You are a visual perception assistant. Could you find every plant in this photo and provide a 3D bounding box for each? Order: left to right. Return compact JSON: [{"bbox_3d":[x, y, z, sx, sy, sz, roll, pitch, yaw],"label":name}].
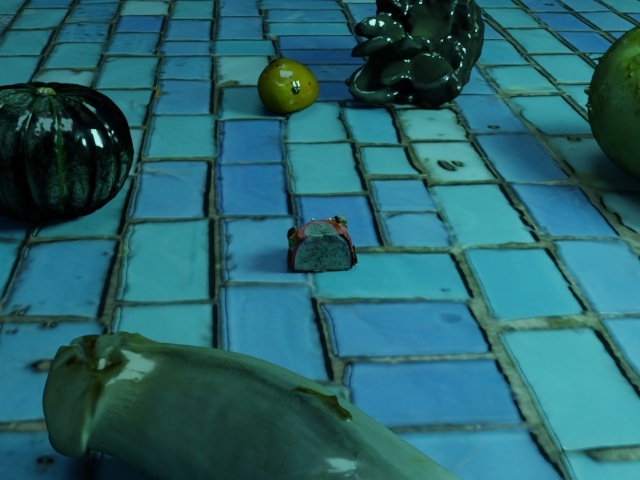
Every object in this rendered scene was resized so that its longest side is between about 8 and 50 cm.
[{"bbox_3d":[0.169,-0.338,1.563,0.199,0.188,0.276,13,30,23],"label":"plant"}]

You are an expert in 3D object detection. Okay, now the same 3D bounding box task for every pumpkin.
[{"bbox_3d":[-0.346,-0.116,1.154,0.220,0.162,0.220,6,28,-3],"label":"pumpkin"}]

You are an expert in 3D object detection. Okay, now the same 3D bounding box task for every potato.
[{"bbox_3d":[0.528,-0.158,1.220,0.269,0.219,0.359,-15,38,-11],"label":"potato"}]

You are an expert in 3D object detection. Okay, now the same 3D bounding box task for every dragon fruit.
[{"bbox_3d":[0.000,0.000,1.058,0.083,0.056,0.060,-4,29,-5],"label":"dragon fruit"}]

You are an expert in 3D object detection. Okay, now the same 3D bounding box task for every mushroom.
[{"bbox_3d":[-0.046,0.171,0.668,0.177,0.126,0.397,-32,45,-33],"label":"mushroom"}]

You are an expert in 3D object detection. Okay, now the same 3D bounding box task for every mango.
[{"bbox_3d":[-0.054,-0.266,1.529,0.105,0.084,0.159,4,28,-8],"label":"mango"}]
